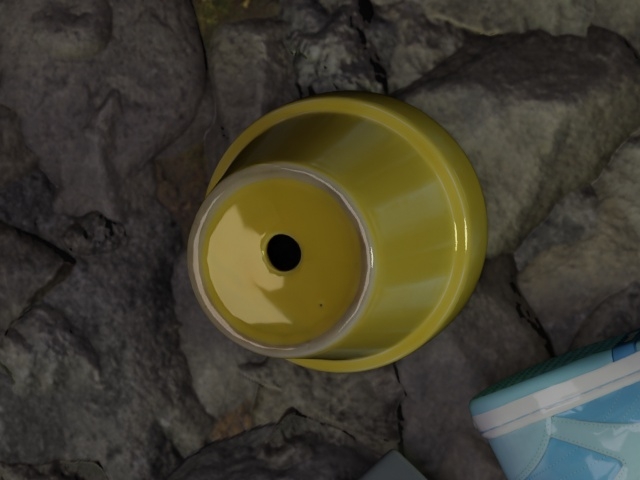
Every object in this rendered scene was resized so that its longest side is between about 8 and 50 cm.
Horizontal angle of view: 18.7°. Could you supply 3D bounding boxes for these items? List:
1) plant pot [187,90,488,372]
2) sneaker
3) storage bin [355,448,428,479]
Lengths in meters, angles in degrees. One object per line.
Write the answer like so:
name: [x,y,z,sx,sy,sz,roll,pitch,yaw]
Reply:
plant pot: [0.000,0.000,1.690,0.254,0.239,0.254,2,97,16]
sneaker: [0.306,0.180,1.687,0.319,0.127,0.208,-21,89,27]
storage bin: [0.073,0.262,1.788,0.135,0.098,0.091,44,79,7]
